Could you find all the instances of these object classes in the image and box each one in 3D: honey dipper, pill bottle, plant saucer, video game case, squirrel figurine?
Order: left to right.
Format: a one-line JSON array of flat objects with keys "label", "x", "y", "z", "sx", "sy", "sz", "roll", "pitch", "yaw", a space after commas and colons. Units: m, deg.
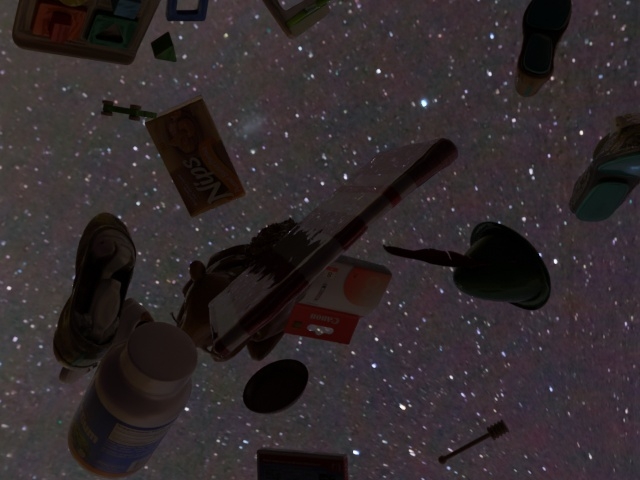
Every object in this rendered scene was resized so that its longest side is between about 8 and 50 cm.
[{"label": "pill bottle", "x": -0.303, "y": 0.257, "z": 0.972, "sx": 0.272, "sy": 0.152, "sz": 0.152, "roll": -55, "pitch": -136, "yaw": 33}, {"label": "squirrel figurine", "x": -0.163, "y": 0.094, "z": 1.352, "sx": 0.397, "sy": 0.370, "sz": 0.281, "roll": -42, "pitch": -99, "yaw": 3}, {"label": "plant saucer", "x": -0.103, "y": 0.352, "z": 1.420, "sx": 0.168, "sy": 0.029, "sz": 0.168, "roll": -17, "pitch": -150, "yaw": 10}, {"label": "video game case", "x": -0.034, "y": 0.576, "z": 1.212, "sx": 0.204, "sy": 0.025, "sz": 0.285, "roll": -5, "pitch": -96, "yaw": 25}, {"label": "honey dipper", "x": 0.314, "y": 0.420, "z": 1.235, "sx": 0.160, "sy": 0.030, "sz": 0.031, "roll": -33, "pitch": -128, "yaw": 13}]

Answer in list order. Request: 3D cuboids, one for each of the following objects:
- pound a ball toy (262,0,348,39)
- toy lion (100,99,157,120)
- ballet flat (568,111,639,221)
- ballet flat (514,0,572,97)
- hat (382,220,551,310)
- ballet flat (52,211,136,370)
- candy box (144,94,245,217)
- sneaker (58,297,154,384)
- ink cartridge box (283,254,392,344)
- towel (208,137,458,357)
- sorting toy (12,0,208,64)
[{"label": "pound a ball toy", "x": 0.032, "y": -0.499, "z": 1.062, "sx": 0.208, "sy": 0.136, "sz": 0.319, "roll": -25, "pitch": -160, "yaw": 28}, {"label": "toy lion", "x": -0.411, "y": -0.279, "z": 1.294, "sx": 0.100, "sy": 0.096, "sz": 0.034, "roll": 10, "pitch": -80, "yaw": 4}, {"label": "ballet flat", "x": 0.727, "y": -0.199, "z": 1.445, "sx": 0.163, "sy": 0.483, "sz": 0.182, "roll": 7, "pitch": -106, "yaw": 5}, {"label": "ballet flat", "x": 0.381, "y": -0.348, "z": 1.045, "sx": 0.080, "sy": 0.073, "sz": 0.232, "roll": 20, "pitch": -116, "yaw": 12}, {"label": "hat", "x": 0.253, "y": 0.077, "z": 1.027, "sx": 0.183, "sy": 0.173, "sz": 0.208, "roll": -28, "pitch": -144, "yaw": -22}, {"label": "ballet flat", "x": -0.411, "y": 0.075, "z": 1.138, "sx": 0.123, "sy": 0.123, "sz": 0.349, "roll": -14, "pitch": -129, "yaw": 21}, {"label": "candy box", "x": -0.369, "y": -0.248, "z": 1.778, "sx": 0.182, "sy": 0.317, "sz": 0.087, "roll": -23, "pitch": -154, "yaw": -3}, {"label": "sneaker", "x": -0.571, "y": 0.290, "z": 1.619, "sx": 0.123, "sy": 0.106, "sz": 0.290, "roll": 36, "pitch": -120, "yaw": 7}, {"label": "ink cartridge box", "x": 0.029, "y": 0.114, "z": 1.082, "sx": 0.179, "sy": 0.145, "sz": 0.045, "roll": -68, "pitch": -156, "yaw": 16}, {"label": "towel", "x": 0.000, "y": 0.000, "z": 0.721, "sx": 0.329, "sy": 0.037, "sz": 0.237, "roll": -42, "pitch": -169, "yaw": -6}, {"label": "sorting toy", "x": -0.323, "y": -0.325, "z": 0.840, "sx": 0.196, "sy": 0.347, "sz": 0.047, "roll": -45, "pitch": -123, "yaw": 44}]
